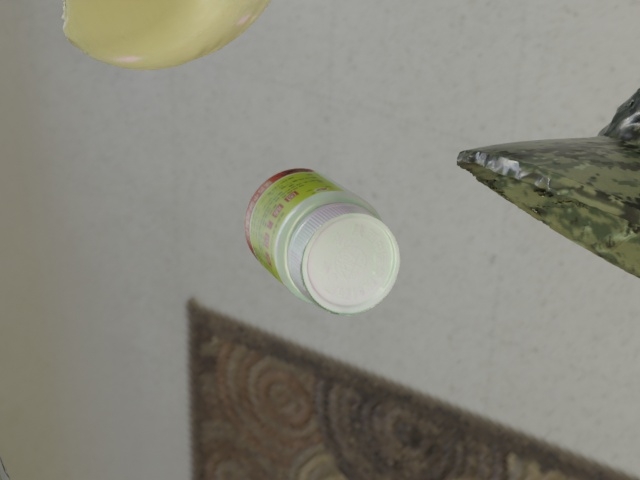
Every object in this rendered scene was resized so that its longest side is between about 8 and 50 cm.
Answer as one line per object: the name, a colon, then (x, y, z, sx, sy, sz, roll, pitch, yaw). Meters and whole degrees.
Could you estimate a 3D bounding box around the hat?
hat: (0.216, -0.032, 0.758, 0.265, 0.265, 0.128, 30, 91, 22)

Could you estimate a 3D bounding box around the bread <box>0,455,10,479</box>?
bread: (-0.380, 0.222, 0.988, 0.381, 0.366, 0.129, -12, 109, 21)

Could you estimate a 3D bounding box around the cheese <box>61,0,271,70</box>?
cheese: (-0.156, -0.275, 1.247, 0.233, 0.127, 0.266, -13, 110, 32)

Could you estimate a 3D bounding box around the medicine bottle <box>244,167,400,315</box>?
medicine bottle: (0.000, 0.000, 1.748, 0.225, 0.139, 0.139, -142, 36, -66)
